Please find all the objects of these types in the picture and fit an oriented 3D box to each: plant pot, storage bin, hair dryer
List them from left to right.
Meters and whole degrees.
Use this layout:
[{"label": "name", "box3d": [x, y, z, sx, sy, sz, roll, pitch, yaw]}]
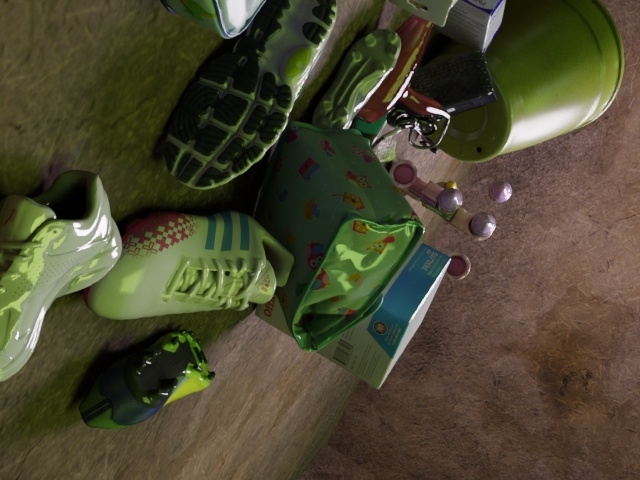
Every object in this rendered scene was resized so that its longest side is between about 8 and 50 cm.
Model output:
[{"label": "hair dryer", "box3d": [0.132, -0.248, 1.344, 0.223, 0.080, 0.294, -31, 147, -30]}, {"label": "storage bin", "box3d": [0.227, -0.278, 1.490, 0.180, 0.084, 0.122, -16, 177, 16]}, {"label": "plant pot", "box3d": [0.396, -0.340, 1.727, 0.353, 0.366, 0.366, -34, 154, -35]}]

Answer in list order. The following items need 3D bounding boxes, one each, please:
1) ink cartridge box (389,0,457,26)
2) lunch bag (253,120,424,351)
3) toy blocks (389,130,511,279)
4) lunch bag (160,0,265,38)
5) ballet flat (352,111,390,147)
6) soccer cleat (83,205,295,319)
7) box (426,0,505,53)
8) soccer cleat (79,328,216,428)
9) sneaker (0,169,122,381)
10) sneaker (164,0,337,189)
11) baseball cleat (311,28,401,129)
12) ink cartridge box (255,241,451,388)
[{"label": "ink cartridge box", "box3d": [0.171, -0.417, 1.171, 0.060, 0.104, 0.180, -51, 165, -35]}, {"label": "lunch bag", "box3d": [0.000, 0.000, 1.151, 0.160, 0.223, 0.262, 2, 131, -33]}, {"label": "toy blocks", "box3d": [0.286, -0.106, 1.843, 0.309, 0.288, 0.260, -56, 172, -2]}, {"label": "lunch bag", "box3d": [-0.059, -0.286, 0.650, 0.219, 0.090, 0.176, -56, 165, -14]}, {"label": "ballet flat", "box3d": [0.079, -0.200, 1.441, 0.052, 0.057, 0.168, -88, -161, -53]}, {"label": "soccer cleat", "box3d": [-0.132, 0.032, 0.941, 0.116, 0.143, 0.331, -64, 165, 19]}, {"label": "box", "box3d": [0.260, -0.420, 1.436, 0.072, 0.126, 0.137, -56, 166, -11]}, {"label": "soccer cleat", "box3d": [-0.232, 0.190, 1.098, 0.121, 0.093, 0.289, -30, 174, 9]}, {"label": "sneaker", "box3d": [-0.252, 0.020, 0.646, 0.115, 0.090, 0.232, 97, 17, -44]}, {"label": "sneaker", "box3d": [-0.065, -0.161, 0.882, 0.275, 0.107, 0.110, -55, 175, -17]}, {"label": "baseball cleat", "box3d": [0.046, -0.232, 1.227, 0.206, 0.072, 0.109, -51, 179, -14]}, {"label": "ink cartridge box", "box3d": [0.054, 0.084, 1.453, 0.197, 0.270, 0.198, -48, 163, -44]}]
